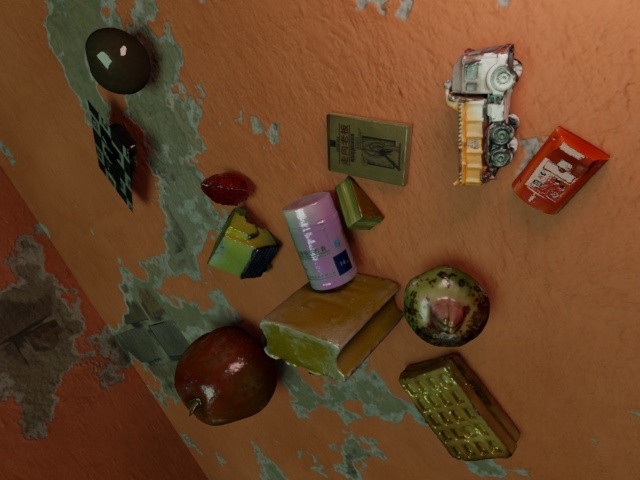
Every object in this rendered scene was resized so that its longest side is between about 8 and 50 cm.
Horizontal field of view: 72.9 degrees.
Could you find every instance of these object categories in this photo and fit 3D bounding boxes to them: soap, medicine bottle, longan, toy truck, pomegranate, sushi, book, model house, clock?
[{"bbox_3d":[0.037,0.229,1.259,0.294,0.335,0.156,12,122,36],"label":"soap"},{"bbox_3d":[0.000,0.000,1.264,0.152,0.152,0.253,-7,112,40],"label":"medicine bottle"},{"bbox_3d":[-0.644,-0.572,1.389,0.198,0.198,0.212,33,142,18],"label":"longan"},{"bbox_3d":[0.333,-0.252,0.891,0.135,0.114,0.270,7,122,29],"label":"toy truck"},{"bbox_3d":[0.312,0.172,1.070,0.215,0.248,0.214,1,97,10],"label":"pomegranate"},{"bbox_3d":[-0.771,-0.330,1.704,0.296,0.100,0.373,49,145,16],"label":"sushi"},{"bbox_3d":[0.119,-0.237,1.117,0.231,0.026,0.161,18,125,29],"label":"book"},{"bbox_3d":[-0.248,0.017,1.501,0.212,0.170,0.194,26,128,-14],"label":"model house"},{"bbox_3d":[0.480,-0.135,0.883,0.113,0.061,0.155,37,134,13],"label":"clock"}]

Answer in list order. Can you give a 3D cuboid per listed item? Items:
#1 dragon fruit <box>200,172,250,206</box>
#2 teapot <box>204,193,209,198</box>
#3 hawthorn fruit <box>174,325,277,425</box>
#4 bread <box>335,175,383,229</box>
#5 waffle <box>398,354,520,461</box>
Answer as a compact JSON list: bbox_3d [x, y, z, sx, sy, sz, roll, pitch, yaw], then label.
[{"bbox_3d":[-0.307,-0.171,1.443,0.162,0.083,0.106,4,146,-1],"label":"dragon fruit"},{"bbox_3d":[-0.359,-0.171,1.495,0.064,0.064,0.083,25,142,14],"label":"teapot"},{"bbox_3d":[-0.387,0.558,1.739,0.403,0.403,0.402,19,126,28],"label":"hawthorn fruit"},{"bbox_3d":[0.107,-0.105,1.216,0.074,0.084,0.139,-42,57,45],"label":"bread"},{"bbox_3d":[0.408,0.500,1.299,0.327,0.098,0.224,53,133,1],"label":"waffle"}]
